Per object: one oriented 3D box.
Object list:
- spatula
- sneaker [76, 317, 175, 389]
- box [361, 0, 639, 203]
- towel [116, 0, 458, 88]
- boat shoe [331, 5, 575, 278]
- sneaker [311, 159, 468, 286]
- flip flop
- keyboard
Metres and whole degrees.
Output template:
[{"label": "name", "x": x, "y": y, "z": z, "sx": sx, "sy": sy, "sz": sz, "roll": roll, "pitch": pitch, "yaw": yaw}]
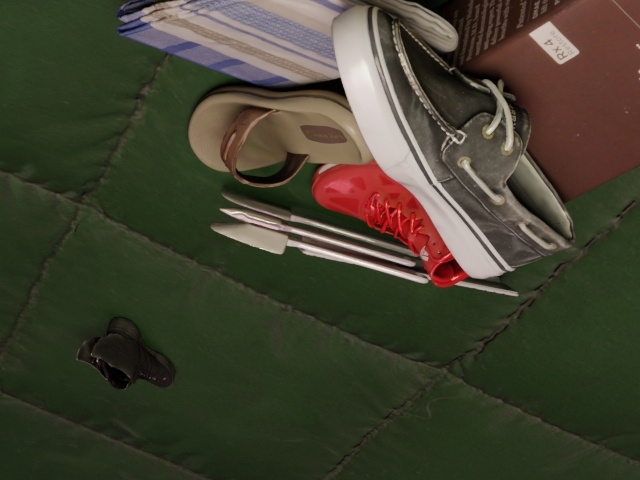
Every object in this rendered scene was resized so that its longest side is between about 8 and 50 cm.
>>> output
[{"label": "spatula", "x": 0.000, "y": 0.000, "z": 1.430, "sx": 0.242, "sy": 0.168, "sz": 0.019, "roll": 17, "pitch": 102, "yaw": -5}, {"label": "sneaker", "x": -0.259, "y": 0.170, "z": 1.742, "sx": 0.051, "sy": 0.089, "sz": 0.170, "roll": -10, "pitch": 134, "yaw": 26}, {"label": "box", "x": 0.238, "y": -0.166, "z": 1.172, "sx": 0.191, "sy": 0.143, "sz": 0.381, "roll": 36, "pitch": 137, "yaw": -25}, {"label": "towel", "x": -0.037, "y": -0.195, "z": 1.187, "sx": 0.209, "sy": 0.034, "sz": 0.285, "roll": 17, "pitch": 168, "yaw": -36}, {"label": "boat shoe", "x": 0.124, "y": -0.092, "z": 1.117, "sx": 0.119, "sy": 0.121, "sz": 0.335, "roll": -18, "pitch": 140, "yaw": 23}, {"label": "sneaker", "x": 0.092, "y": -0.023, "z": 1.385, "sx": 0.221, "sy": 0.128, "sz": 0.087, "roll": 2, "pitch": 138, "yaw": 11}, {"label": "flip flop", "x": -0.052, "y": -0.096, "z": 1.336, "sx": 0.277, "sy": 0.080, "sz": 0.112, "roll": 6, "pitch": 147, "yaw": 48}, {"label": "keyboard", "x": 0.096, "y": 0.030, "z": 1.469, "sx": 0.256, "sy": 0.072, "sz": 0.014, "roll": 11, "pitch": 103, "yaw": -13}]
